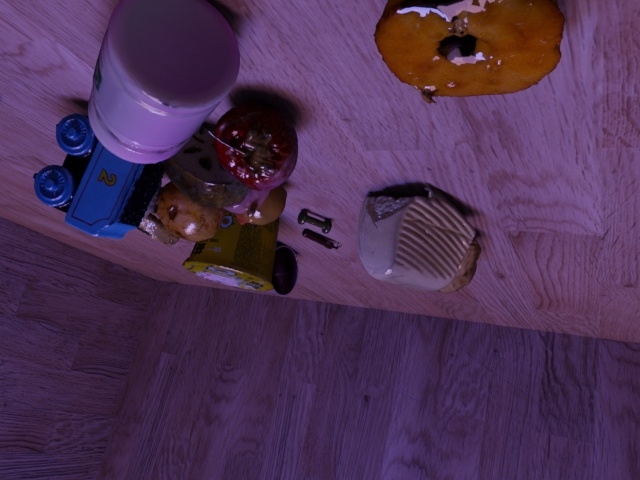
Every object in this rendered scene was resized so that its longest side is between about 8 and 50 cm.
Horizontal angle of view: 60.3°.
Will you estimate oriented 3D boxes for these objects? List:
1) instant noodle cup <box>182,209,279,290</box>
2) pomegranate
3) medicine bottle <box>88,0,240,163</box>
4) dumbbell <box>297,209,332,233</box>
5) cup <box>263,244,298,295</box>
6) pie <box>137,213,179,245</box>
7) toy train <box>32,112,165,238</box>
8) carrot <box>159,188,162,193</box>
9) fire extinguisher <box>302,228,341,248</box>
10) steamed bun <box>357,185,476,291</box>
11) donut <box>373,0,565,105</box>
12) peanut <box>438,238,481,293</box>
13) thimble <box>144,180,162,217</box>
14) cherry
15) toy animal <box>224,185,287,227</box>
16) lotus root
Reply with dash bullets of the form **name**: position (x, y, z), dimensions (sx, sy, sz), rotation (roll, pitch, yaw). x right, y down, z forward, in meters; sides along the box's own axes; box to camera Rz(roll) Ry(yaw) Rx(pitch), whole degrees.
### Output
- **instant noodle cup**: position (-0.292, 0.014, 1.940), dimensions (0.325, 0.254, 0.325), rotation (12, 165, 3)
- **pomegranate**: position (-0.398, -0.104, 1.741), dimensions (0.215, 0.216, 0.215), rotation (12, 164, 3)
- **medicine bottle**: position (-0.293, -0.280, 0.993), dimensions (0.211, 0.212, 0.325), rotation (19, 163, -23)
- **dumbbell**: position (-0.019, -0.062, 1.835), dimensions (0.117, 0.052, 0.046), rotation (20, 135, -26)
- **cup**: position (-0.270, 0.109, 2.347), dimensions (0.273, 0.209, 0.288), rotation (4, 164, 33)
- **pie**: position (-0.686, -0.082, 2.105), dimensions (0.339, 0.083, 0.339), rotation (31, 170, 6)
- **toy train**: position (-0.554, -0.174, 1.423), dimensions (0.264, 0.301, 0.188), rotation (24, 180, 8)
- **carrot**: position (-0.569, -0.159, 1.940), dimensions (0.224, 0.057, 0.057), rotation (7, 164, 32)
- **fire extinguisher**: position (0.000, 0.000, 2.075), dimensions (0.173, 0.035, 0.049), rotation (27, 156, -32)
- **steamed bun**: position (0.239, -0.004, 1.551), dimensions (0.290, 0.274, 0.272), rotation (24, 177, -24)
- **donut**: position (0.202, -0.286, 0.758), dimensions (0.253, 0.119, 0.253), rotation (14, 165, 4)
- **peanut**: position (0.413, 0.073, 1.780), dimensions (0.174, 0.158, 0.340), rotation (29, 168, 23)
- **thimble**: position (-0.609, -0.162, 1.704), dimensions (0.218, 0.150, 0.219), rotation (16, 179, 0)
- **cherry**: position (-0.145, -0.204, 1.216), dimensions (0.192, 0.175, 0.249), rotation (26, 173, -10)
- **toy animal**: position (-0.196, -0.131, 1.556), dimensions (0.169, 0.195, 0.281), rotation (-31, 150, 5)
- **lotus root**: position (-0.291, -0.179, 1.353), dimensions (0.235, 0.138, 0.119), rotation (42, 156, 5)
